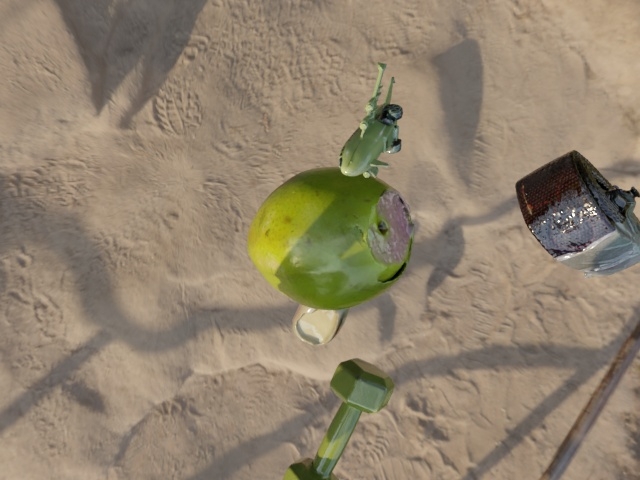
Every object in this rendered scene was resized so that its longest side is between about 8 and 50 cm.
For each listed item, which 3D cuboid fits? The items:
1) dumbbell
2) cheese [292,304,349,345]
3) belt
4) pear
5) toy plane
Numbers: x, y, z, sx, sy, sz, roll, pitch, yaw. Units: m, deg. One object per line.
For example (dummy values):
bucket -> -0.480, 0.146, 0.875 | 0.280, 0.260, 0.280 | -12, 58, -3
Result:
dumbbell -> 0.032, 0.375, 1.122 | 0.108, 0.121, 0.301 | 28, 94, 22
cheese -> 0.017, 0.055, 1.071 | 0.082, 0.286, 0.163 | 21, 127, -7
belt -> 0.487, -0.046, 1.055 | 0.289, 0.184, 0.164 | 23, 134, -40
pear -> 0.000, 0.000, 0.744 | 0.187, 0.220, 0.187 | 5, 84, -55
toy plane -> 0.043, -0.084, 0.468 | 0.040, 0.111, 0.102 | 8, 132, 15
